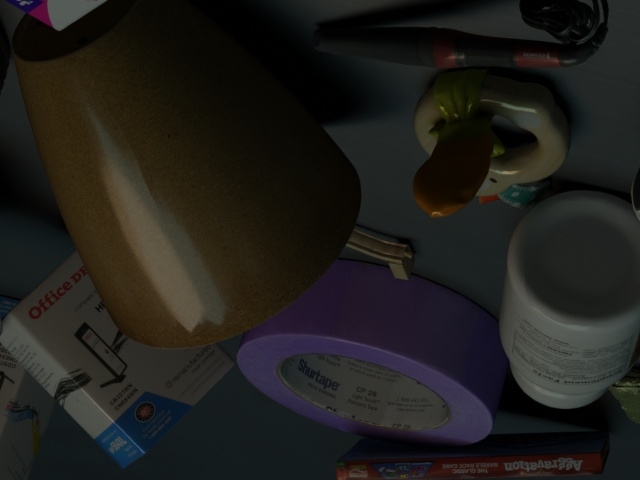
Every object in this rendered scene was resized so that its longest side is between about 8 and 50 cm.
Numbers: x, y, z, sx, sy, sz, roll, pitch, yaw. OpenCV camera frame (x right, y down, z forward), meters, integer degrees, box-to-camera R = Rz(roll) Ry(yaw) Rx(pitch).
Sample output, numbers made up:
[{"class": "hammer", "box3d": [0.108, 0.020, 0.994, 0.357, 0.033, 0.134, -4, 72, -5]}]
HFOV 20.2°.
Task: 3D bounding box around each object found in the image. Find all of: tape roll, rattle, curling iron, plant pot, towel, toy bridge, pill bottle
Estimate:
[{"class": "tape roll", "box3d": [0.056, 0.121, 1.861, 0.275, 0.090, 0.275, 15, 156, 7]}, {"class": "rattle", "box3d": [0.132, -0.034, 1.420, 0.130, 0.143, 0.200, -2, 149, -1]}, {"class": "curling iron", "box3d": [0.097, -0.149, 1.293, 0.274, 0.068, 0.035, -1, 152, 46]}, {"class": "plant pot", "box3d": [-0.128, -0.084, 1.409, 0.237, 0.237, 0.254, -1, 137, 36]}, {"class": "towel", "box3d": [0.371, 0.163, 1.815, 0.148, 0.027, 0.110, 2, 153, 28]}, {"class": "toy bridge", "box3d": [0.000, 0.000, 1.712, 0.188, 0.026, 0.063, 9, 154, 22]}, {"class": "pill bottle", "box3d": [0.222, 0.061, 1.564, 0.131, 0.131, 0.229, 14, 156, 8]}]

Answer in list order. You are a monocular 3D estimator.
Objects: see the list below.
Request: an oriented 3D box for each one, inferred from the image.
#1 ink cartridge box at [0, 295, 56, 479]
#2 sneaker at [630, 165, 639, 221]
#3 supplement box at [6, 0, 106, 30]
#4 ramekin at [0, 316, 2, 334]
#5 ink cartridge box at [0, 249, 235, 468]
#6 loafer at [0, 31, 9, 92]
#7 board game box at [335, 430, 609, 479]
[{"class": "ink cartridge box", "box3d": [-0.430, 0.197, 2.176, 0.171, 0.233, 0.168, 13, 156, 9]}, {"class": "sneaker", "box3d": [0.369, -0.022, 1.354, 0.271, 0.100, 0.108, 12, 180, 5]}, {"class": "supplement box", "box3d": [-0.155, -0.239, 1.194, 0.111, 0.114, 0.220, 28, 156, -25]}, {"class": "ramekin", "box3d": [-0.418, 0.022, 1.784, 0.273, 0.127, 0.273, 55, 160, 31]}, {"class": "ink cartridge box", "box3d": [-0.215, 0.110, 1.863, 0.203, 0.148, 0.086, 46, 153, -3]}, {"class": "loafer", "box3d": [-0.325, -0.178, 1.455, 0.092, 0.102, 0.268, 8, 156, 6]}, {"class": "board game box", "box3d": [0.169, 0.234, 1.946, 0.281, 0.027, 0.145, -3, -176, 13]}]
